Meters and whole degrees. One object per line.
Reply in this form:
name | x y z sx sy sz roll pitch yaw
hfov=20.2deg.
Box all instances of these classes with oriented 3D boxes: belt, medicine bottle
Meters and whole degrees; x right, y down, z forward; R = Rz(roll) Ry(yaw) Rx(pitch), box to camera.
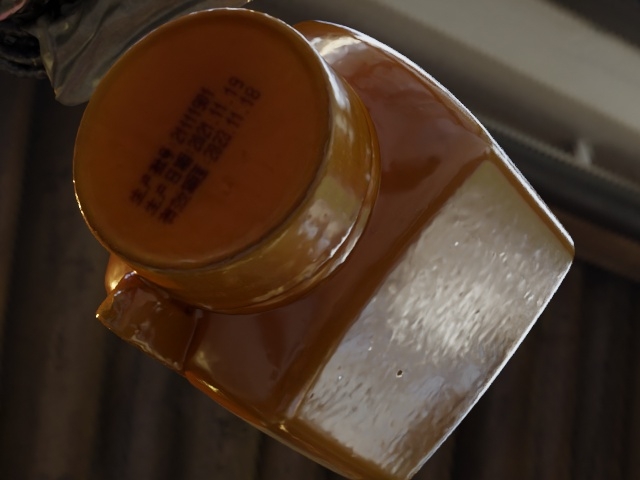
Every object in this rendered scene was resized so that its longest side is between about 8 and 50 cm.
belt | -0.072 -0.157 0.829 0.140 0.230 0.126 57 -153 -13
medicine bottle | -0.001 0.000 0.716 0.149 0.112 0.222 -53 -30 -2
